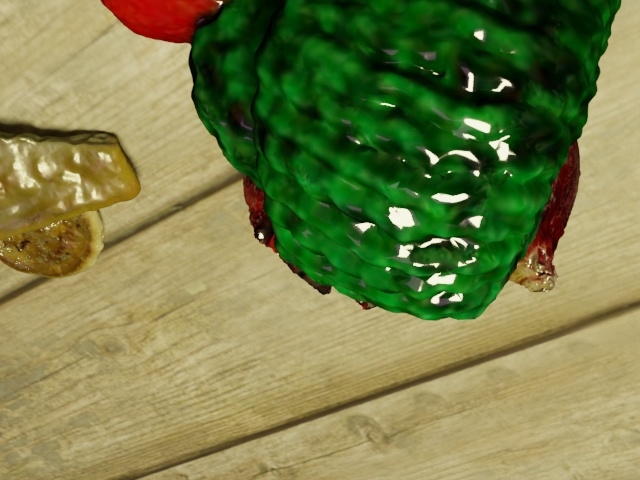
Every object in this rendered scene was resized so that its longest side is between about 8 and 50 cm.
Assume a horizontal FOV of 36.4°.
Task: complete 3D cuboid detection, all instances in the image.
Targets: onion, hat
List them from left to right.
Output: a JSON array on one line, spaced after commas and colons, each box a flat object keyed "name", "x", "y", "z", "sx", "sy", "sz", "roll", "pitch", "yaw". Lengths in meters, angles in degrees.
[{"name": "hat", "x": 0.001, "y": -0.120, "z": 0.602, "sx": 0.332, "sy": 0.274, "sz": 0.242, "roll": 23, "pitch": 147, "yaw": 14}, {"name": "onion", "x": 0.132, "y": -0.037, "z": 0.747, "sx": 0.160, "sy": 0.195, "sz": 0.159, "roll": -10, "pitch": 143, "yaw": -7}]

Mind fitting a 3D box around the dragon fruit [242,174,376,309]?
[{"name": "dragon fruit", "x": 0.017, "y": -0.011, "z": 0.853, "sx": 0.092, "sy": 0.122, "sz": 0.192, "roll": -29, "pitch": 122, "yaw": 14}]

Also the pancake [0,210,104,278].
[{"name": "pancake", "x": -0.287, "y": -0.020, "z": 0.957, "sx": 0.158, "sy": 0.028, "sz": 0.158, "roll": 7, "pitch": 133, "yaw": 8}]

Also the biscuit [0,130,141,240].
[{"name": "biscuit", "x": -0.274, "y": -0.090, "z": 0.865, "sx": 0.174, "sy": 0.039, "sz": 0.183, "roll": -18, "pitch": 119, "yaw": 10}]
